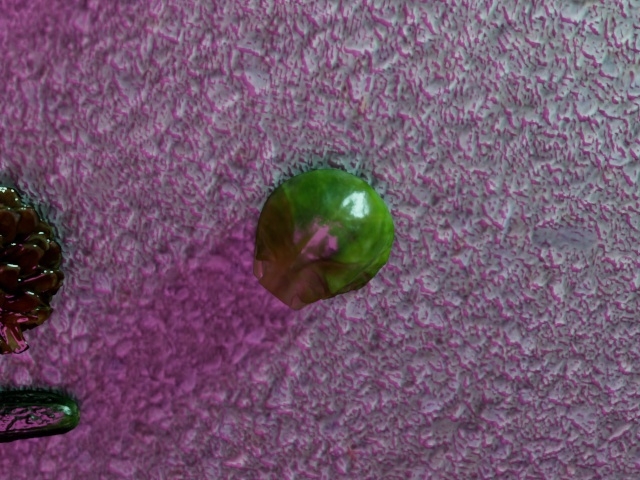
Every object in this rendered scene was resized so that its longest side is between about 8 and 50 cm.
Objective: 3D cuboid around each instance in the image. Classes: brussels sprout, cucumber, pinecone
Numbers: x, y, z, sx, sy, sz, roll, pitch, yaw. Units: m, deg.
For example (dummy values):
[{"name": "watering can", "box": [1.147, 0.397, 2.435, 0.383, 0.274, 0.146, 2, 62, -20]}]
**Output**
[{"name": "brussels sprout", "box": [-0.003, -0.004, 1.669, 0.180, 0.144, 0.161, -39, 141, 1]}, {"name": "cucumber", "box": [-0.435, 0.234, 1.789, 0.241, 0.074, 0.074, -7, 110, 1]}, {"name": "pinecone", "box": [-0.410, 0.044, 1.650, 0.221, 0.221, 0.221, 0, 110, 0]}]
